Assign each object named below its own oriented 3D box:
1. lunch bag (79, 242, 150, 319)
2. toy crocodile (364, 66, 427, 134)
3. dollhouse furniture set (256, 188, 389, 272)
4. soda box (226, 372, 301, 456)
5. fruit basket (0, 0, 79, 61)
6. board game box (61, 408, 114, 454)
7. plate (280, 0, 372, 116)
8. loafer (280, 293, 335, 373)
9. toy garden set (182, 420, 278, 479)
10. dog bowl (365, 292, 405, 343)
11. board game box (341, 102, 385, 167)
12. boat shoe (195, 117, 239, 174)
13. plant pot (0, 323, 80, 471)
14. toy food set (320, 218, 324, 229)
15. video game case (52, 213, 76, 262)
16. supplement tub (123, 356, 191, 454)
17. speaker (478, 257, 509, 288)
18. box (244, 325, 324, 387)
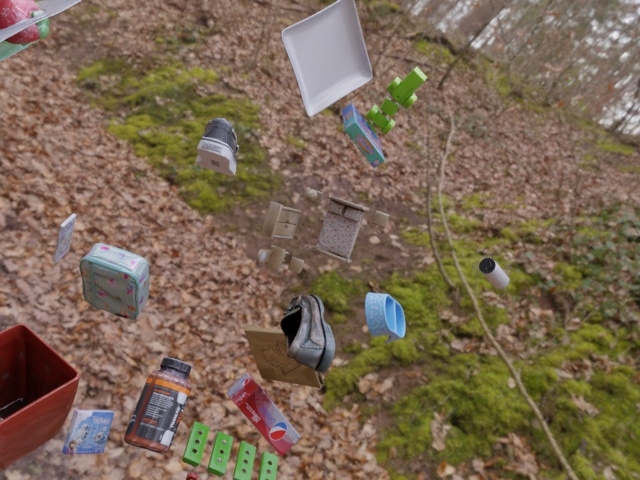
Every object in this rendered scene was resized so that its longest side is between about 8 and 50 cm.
[{"bbox_3d":[-0.708,0.146,1.893,0.223,0.279,0.108,19,44,-2],"label":"lunch bag"},{"bbox_3d":[0.276,-0.531,2.163,0.115,0.340,0.105,37,24,-9],"label":"toy crocodile"},{"bbox_3d":[0.000,0.000,1.811,0.355,0.303,0.174,20,5,20],"label":"dollhouse furniture set"},{"bbox_3d":[-0.164,0.508,1.604,0.092,0.083,0.263,24,-29,53],"label":"soda box"},{"bbox_3d":[-0.759,-0.507,1.333,0.352,0.327,0.166,12,-43,28],"label":"fruit basket"},{"bbox_3d":[-0.496,0.410,1.184,0.020,0.090,0.090,5,-12,37],"label":"board game box"},{"bbox_3d":[0.019,-0.568,1.705,0.045,0.278,0.277,32,-29,48],"label":"plate"},{"bbox_3d":[-0.039,0.164,1.081,0.084,0.096,0.267,16,11,-16],"label":"loafer"},{"bbox_3d":[-0.231,0.582,1.351,0.244,0.049,0.204,29,29,-14],"label":"toy garden set"},{"bbox_3d":[0.252,0.294,2.105,0.297,0.074,0.166,39,46,-57],"label":"dog bowl"},{"bbox_3d":[0.136,-0.341,1.782,0.160,0.047,0.210,49,19,-24],"label":"board game box"},{"bbox_3d":[-0.257,-0.238,1.401,0.108,0.102,0.301,17,-6,-5],"label":"boat shoe"},{"bbox_3d":[-0.806,0.423,1.420,0.267,0.236,0.267,29,36,24],"label":"plant pot"},{"bbox_3d":[0.043,-0.030,2.193,0.077,0.122,0.019,5,24,24],"label":"toy food set"},{"bbox_3d":[-0.728,-0.007,1.573,0.011,0.122,0.087,20,24,-7],"label":"video game case"},{"bbox_3d":[-0.357,0.368,1.243,0.106,0.198,0.106,14,-24,6],"label":"supplement tub"},{"bbox_3d":[0.536,0.102,1.705,0.136,0.055,0.055,36,9,-47],"label":"speaker"},{"bbox_3d":[-0.097,0.302,1.444,0.021,0.201,0.165,-41,122,-47],"label":"box"}]
